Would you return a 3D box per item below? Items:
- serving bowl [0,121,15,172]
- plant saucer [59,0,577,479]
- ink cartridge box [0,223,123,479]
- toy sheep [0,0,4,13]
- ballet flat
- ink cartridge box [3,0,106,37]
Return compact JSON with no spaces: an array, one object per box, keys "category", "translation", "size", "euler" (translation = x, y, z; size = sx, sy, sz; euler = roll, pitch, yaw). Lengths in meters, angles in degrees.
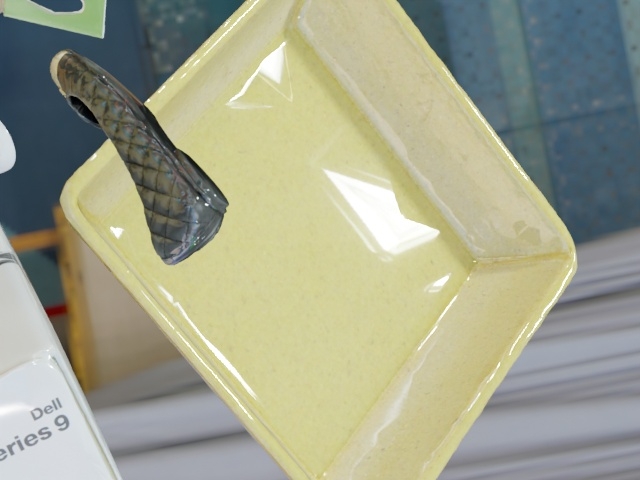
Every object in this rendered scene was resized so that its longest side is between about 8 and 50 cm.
[{"category":"serving bowl","translation":[-0.376,-0.107,1.829],"size":[0.027,0.083,0.083],"euler":[-41,132,-38]},{"category":"plant saucer","translation":[0.000,0.000,1.181],"size":[0.333,0.081,0.333],"euler":[51,54,-15]},{"category":"ink cartridge box","translation":[-0.238,0.090,0.872],"size":[0.289,0.211,0.122],"euler":[47,-19,61]},{"category":"toy sheep","translation":[-0.379,-0.261,1.737],"size":[0.091,0.132,0.091],"euler":[-31,127,-52]},{"category":"ballet flat","translation":[-0.112,-0.054,0.934],"size":[0.173,0.049,0.057],"euler":[48,5,37]},{"category":"ink cartridge box","translation":[-0.217,-0.297,1.481],"size":[0.062,0.109,0.209],"euler":[-39,140,-63]}]
